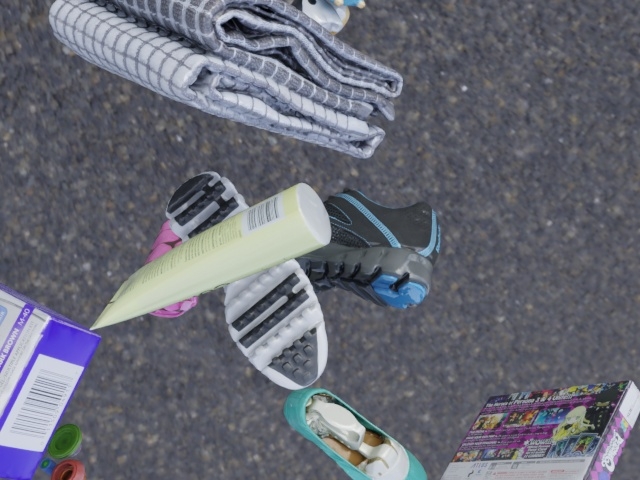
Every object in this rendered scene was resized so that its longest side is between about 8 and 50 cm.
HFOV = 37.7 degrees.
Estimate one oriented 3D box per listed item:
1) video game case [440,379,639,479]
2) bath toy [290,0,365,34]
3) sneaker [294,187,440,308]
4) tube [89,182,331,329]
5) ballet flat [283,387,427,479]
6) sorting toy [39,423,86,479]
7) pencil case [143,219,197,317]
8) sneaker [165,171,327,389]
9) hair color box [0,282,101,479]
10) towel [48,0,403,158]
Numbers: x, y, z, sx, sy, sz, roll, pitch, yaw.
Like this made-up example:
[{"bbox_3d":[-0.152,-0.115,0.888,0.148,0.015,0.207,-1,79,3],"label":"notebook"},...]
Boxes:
[{"bbox_3d":[0.262,0.269,1.163,0.042,0.232,0.210,52,51,-16],"label":"video game case"},{"bbox_3d":[-0.058,-0.372,1.748,0.348,0.129,0.151,-44,159,28],"label":"bath toy"},{"bbox_3d":[0.000,0.000,1.293,0.340,0.140,0.125,10,149,18],"label":"sneaker"},{"bbox_3d":[-0.105,0.020,0.878,0.240,0.062,0.070,-23,159,20],"label":"tube"},{"bbox_3d":[0.057,0.293,1.335,0.247,0.087,0.083,35,68,-5],"label":"ballet flat"},{"bbox_3d":[-0.338,0.300,1.257,0.061,0.102,0.042,-23,135,9],"label":"sorting toy"},{"bbox_3d":[-0.215,0.038,1.428,0.098,0.209,0.095,35,116,-13],"label":"pencil case"},{"bbox_3d":[-0.071,0.049,1.110,0.110,0.292,0.118,-33,154,2],"label":"sneaker"},{"bbox_3d":[-0.443,0.121,1.097,0.185,0.338,0.110,-65,151,-8],"label":"hair color box"},{"bbox_3d":[-0.080,-0.182,0.897,0.283,0.235,0.121,10,103,-50],"label":"towel"}]
